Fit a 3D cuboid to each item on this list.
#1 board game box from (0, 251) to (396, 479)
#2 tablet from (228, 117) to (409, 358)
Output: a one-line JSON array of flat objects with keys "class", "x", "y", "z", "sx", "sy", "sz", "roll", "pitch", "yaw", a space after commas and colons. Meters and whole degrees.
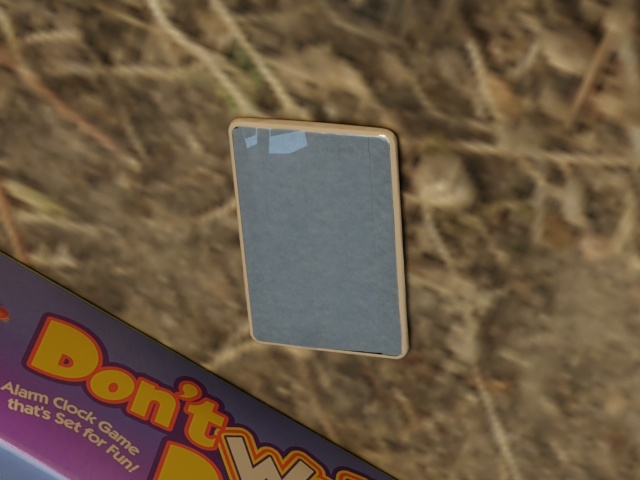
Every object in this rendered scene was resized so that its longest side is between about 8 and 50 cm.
[{"class": "board game box", "x": -0.079, "y": 0.153, "z": 0.683, "sx": 0.347, "sy": 0.078, "sz": 0.233, "roll": 30, "pitch": 126, "yaw": -1}, {"class": "tablet", "x": 0.000, "y": 0.000, "z": 0.603, "sx": 0.054, "sy": 0.006, "sz": 0.083, "roll": 5, "pitch": 122, "yaw": 16}]
